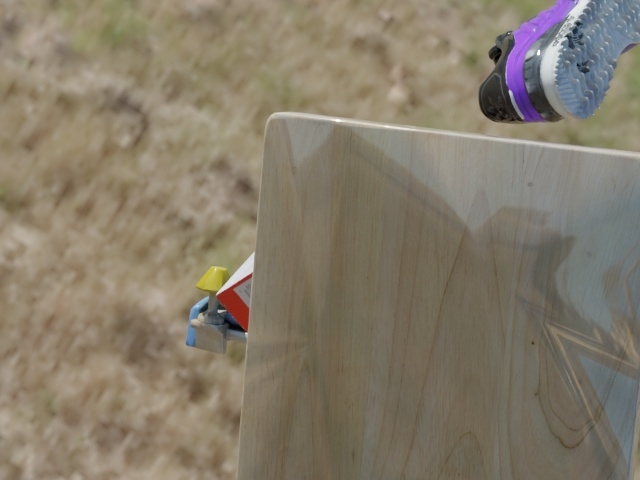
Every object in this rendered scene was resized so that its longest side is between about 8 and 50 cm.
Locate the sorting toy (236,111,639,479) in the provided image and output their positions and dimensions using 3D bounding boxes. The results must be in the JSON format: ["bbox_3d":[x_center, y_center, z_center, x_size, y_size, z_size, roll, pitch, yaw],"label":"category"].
[{"bbox_3d":[0.088,0.056,1.209,0.256,0.257,0.089,8,9,19],"label":"sorting toy"}]

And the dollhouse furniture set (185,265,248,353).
[{"bbox_3d":[0.042,0.045,2.112,0.286,0.198,0.303,12,7,23],"label":"dollhouse furniture set"}]

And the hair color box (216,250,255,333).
[{"bbox_3d":[0.000,0.000,1.453,0.053,0.093,0.167,49,42,-9],"label":"hair color box"}]

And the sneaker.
[{"bbox_3d":[0.250,-0.210,1.956,0.293,0.146,0.102,-47,114,-45],"label":"sneaker"}]
